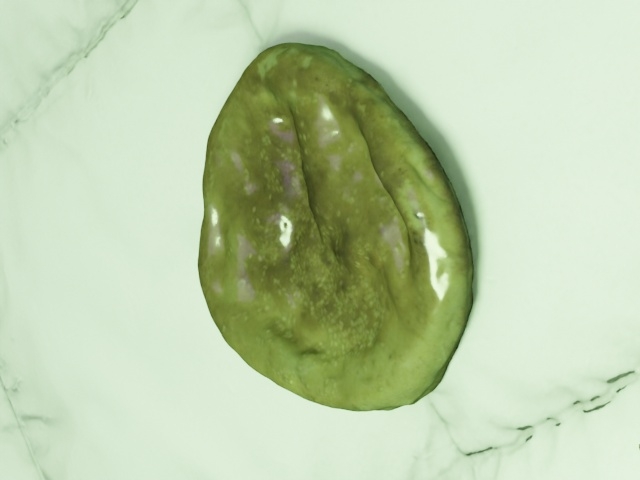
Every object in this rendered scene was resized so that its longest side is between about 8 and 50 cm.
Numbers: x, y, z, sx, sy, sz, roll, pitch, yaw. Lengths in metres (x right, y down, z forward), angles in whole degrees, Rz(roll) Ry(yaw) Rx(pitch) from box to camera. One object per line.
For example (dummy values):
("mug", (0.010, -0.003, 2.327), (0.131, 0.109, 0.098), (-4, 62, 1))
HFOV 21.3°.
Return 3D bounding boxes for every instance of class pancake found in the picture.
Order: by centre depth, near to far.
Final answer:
("pancake", (0.000, 0.000, 1.297), (0.294, 0.049, 0.294), (12, 107, 43))
